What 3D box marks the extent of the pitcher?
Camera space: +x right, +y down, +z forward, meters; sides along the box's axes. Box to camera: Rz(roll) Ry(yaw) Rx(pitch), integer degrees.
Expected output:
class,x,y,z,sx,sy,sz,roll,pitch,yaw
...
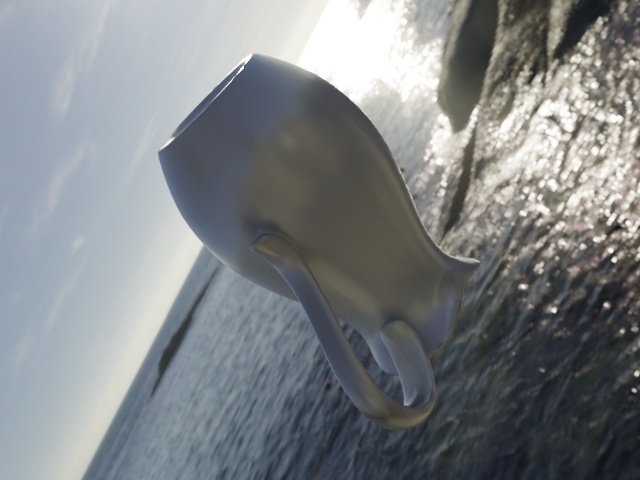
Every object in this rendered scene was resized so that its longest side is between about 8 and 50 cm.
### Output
class,x,y,z,sx,sy,sz,roll,pitch,yaw
pitcher,0.000,0.000,0.461,0.125,0.207,0.177,-38,18,26
